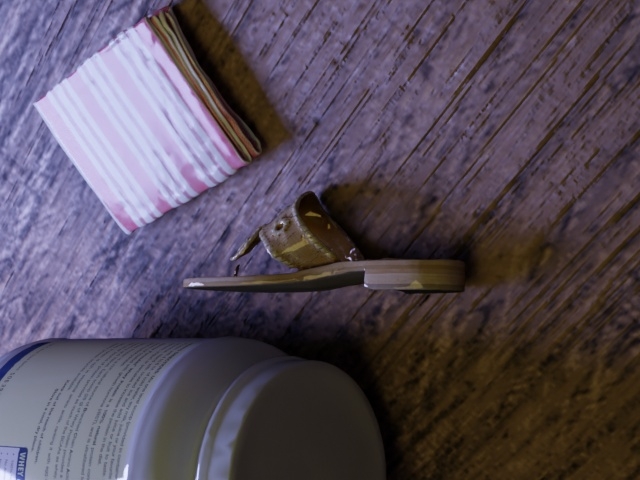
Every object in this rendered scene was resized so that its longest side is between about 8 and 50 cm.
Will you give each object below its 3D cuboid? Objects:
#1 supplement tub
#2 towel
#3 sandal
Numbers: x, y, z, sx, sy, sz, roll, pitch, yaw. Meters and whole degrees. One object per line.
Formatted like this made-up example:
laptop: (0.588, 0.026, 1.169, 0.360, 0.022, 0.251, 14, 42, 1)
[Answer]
supplement tub: (-0.132, 0.198, 1.362, 0.324, 0.235, 0.235, -3, 115, 39)
towel: (-0.145, -0.094, 1.337, 0.197, 0.029, 0.144, -27, 99, 46)
sandal: (0.003, 0.001, 1.266, 0.240, 0.088, 0.079, -1, 85, 30)
